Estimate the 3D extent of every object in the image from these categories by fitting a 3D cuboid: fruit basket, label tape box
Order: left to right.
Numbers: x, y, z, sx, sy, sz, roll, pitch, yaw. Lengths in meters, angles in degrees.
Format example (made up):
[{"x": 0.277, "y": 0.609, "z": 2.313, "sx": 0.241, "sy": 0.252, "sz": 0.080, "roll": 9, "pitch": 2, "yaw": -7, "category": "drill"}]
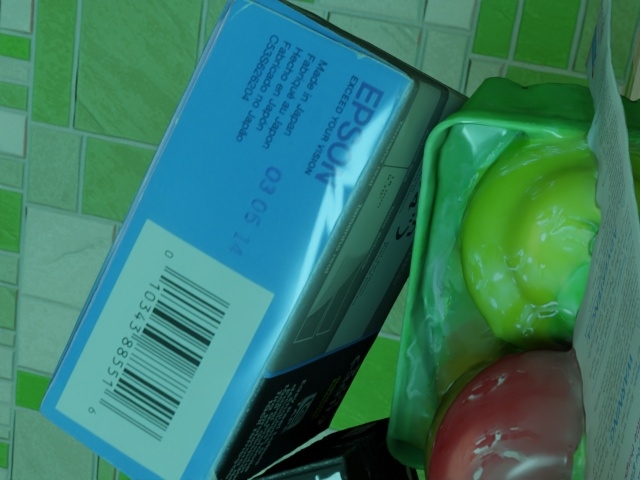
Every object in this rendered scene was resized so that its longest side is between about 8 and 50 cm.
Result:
[{"x": 0.000, "y": 0.000, "z": 0.692, "sx": 0.240, "sy": 0.106, "sz": 0.334, "roll": -63, "pitch": -15, "yaw": 10, "category": "label tape box"}, {"x": 0.122, "y": 0.085, "z": 0.541, "sx": 0.353, "sy": 0.166, "sz": 0.327, "roll": -85, "pitch": -1, "yaw": -57, "category": "fruit basket"}]

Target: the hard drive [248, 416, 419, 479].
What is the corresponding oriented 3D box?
[{"x": 0.050, "y": 0.278, "z": 0.642, "sx": 0.237, "sy": 0.064, "sz": 0.338, "roll": 14, "pitch": -122, "yaw": -79, "category": "hard drive"}]
